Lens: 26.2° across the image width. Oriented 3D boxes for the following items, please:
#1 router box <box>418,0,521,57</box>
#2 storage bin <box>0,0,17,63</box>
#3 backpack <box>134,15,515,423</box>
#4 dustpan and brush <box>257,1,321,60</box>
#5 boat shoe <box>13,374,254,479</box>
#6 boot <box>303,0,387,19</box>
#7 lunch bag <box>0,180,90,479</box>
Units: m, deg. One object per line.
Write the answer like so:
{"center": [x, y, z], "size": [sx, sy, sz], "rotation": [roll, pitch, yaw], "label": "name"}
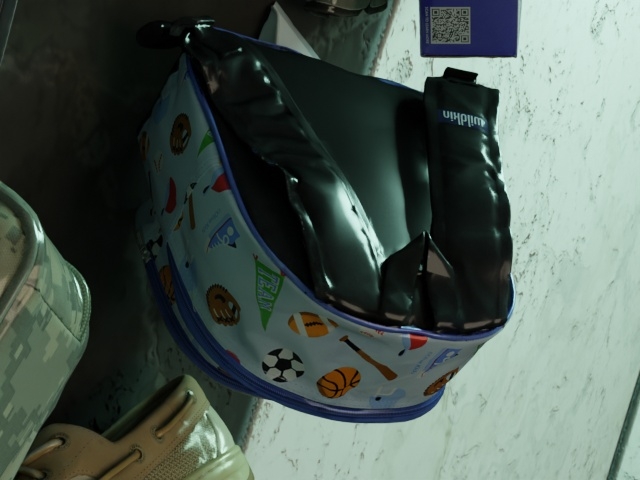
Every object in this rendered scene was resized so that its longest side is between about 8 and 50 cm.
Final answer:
{"center": [0.131, -0.366, 1.140], "size": [0.301, 0.082, 0.335], "rotation": [-74, 163, -56], "label": "router box"}
{"center": [-0.214, -0.156, 0.726], "size": [0.091, 0.098, 0.135], "rotation": [16, 90, -35], "label": "storage bin"}
{"center": [0.000, 0.000, 0.954], "size": [0.276, 0.263, 0.213], "rotation": [7, 128, -27], "label": "backpack"}
{"center": [-0.027, -0.068, 1.130], "size": [0.211, 0.060, 0.147], "rotation": [-68, 152, -13], "label": "dustpan and brush"}
{"center": [-0.181, 0.185, 0.941], "size": [0.341, 0.122, 0.110], "rotation": [-22, 86, -58], "label": "boat shoe"}
{"center": [0.016, -0.254, 1.092], "size": [0.246, 0.083, 0.161], "rotation": [-12, 115, -65], "label": "boot"}
{"center": [-0.248, 0.111, 0.655], "size": [0.305, 0.212, 0.256], "rotation": [-63, 167, -16], "label": "lunch bag"}
